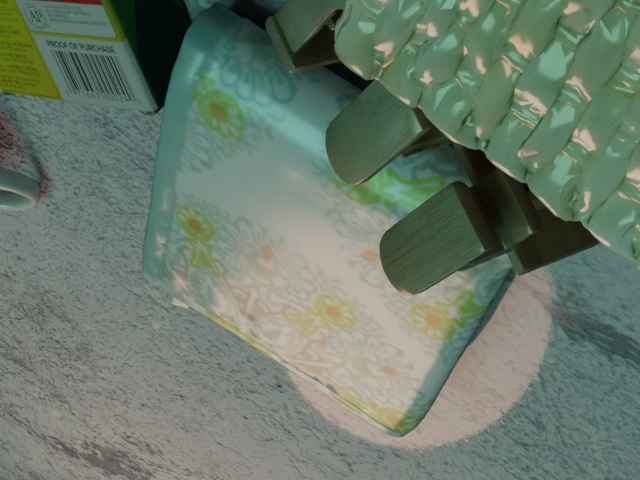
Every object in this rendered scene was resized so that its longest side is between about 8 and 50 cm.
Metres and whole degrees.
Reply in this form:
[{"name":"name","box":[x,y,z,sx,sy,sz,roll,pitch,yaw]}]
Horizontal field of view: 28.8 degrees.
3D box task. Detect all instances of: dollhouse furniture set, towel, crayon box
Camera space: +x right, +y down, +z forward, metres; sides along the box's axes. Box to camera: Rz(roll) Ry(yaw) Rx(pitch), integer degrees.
[{"name":"dollhouse furniture set","box":[0.089,-0.088,0.814,0.161,0.212,0.242,-39,73,54]},{"name":"towel","box":[0.000,0.000,1.106,0.321,0.090,0.374,30,145,8]},{"name":"crayon box","box":[-0.241,-0.263,1.032,0.202,0.081,0.318,12,138,35]}]

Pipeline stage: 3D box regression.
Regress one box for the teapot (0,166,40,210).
[{"name":"teapot","box":[-0.483,-0.080,1.373,0.256,0.252,0.187,52,173,10]}]

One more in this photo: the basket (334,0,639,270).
[{"name":"basket","box":[0.220,-0.161,0.549,0.328,0.266,0.331,36,148,4]}]
